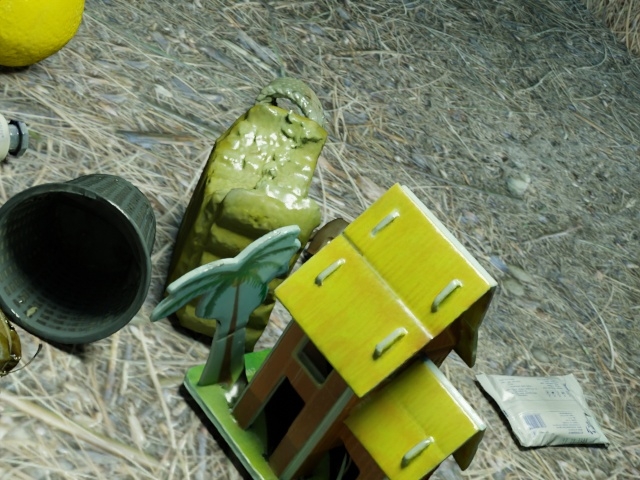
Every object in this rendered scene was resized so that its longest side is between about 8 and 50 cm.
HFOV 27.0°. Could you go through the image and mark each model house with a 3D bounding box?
[{"bbox_3d":[0.029,0.134,1.326,0.340,0.324,0.300,-6,48,-50],"label":"model house"}]

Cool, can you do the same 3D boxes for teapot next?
[{"bbox_3d":[0.000,0.000,1.761,0.110,0.080,0.085,33,-3,24],"label":"teapot"}]

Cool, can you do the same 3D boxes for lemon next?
[{"bbox_3d":[-0.399,-0.313,1.718,0.178,0.178,0.203,39,30,8],"label":"lemon"}]

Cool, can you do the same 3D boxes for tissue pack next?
[{"bbox_3d":[0.303,0.225,1.782,0.193,0.026,0.122,7,39,-40],"label":"tissue pack"}]

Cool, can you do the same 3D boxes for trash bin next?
[{"bbox_3d":[-0.252,0.002,1.424,0.175,0.175,0.161,31,18,-5],"label":"trash bin"}]

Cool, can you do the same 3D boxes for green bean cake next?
[{"bbox_3d":[-0.087,-0.024,1.551,0.124,0.233,0.236,22,30,-10],"label":"green bean cake"}]

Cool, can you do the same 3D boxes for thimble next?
[{"bbox_3d":[-0.043,-0.193,1.996,0.110,0.084,0.062,33,28,2],"label":"thimble"}]

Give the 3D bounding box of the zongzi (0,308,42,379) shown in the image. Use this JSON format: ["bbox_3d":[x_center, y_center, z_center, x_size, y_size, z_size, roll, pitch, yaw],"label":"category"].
[{"bbox_3d":[-0.349,0.055,1.323,0.187,0.084,0.184,41,18,-2],"label":"zongzi"}]

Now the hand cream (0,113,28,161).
[{"bbox_3d":[-0.459,-0.116,1.488,0.276,0.059,0.095,-2,46,-41],"label":"hand cream"}]
